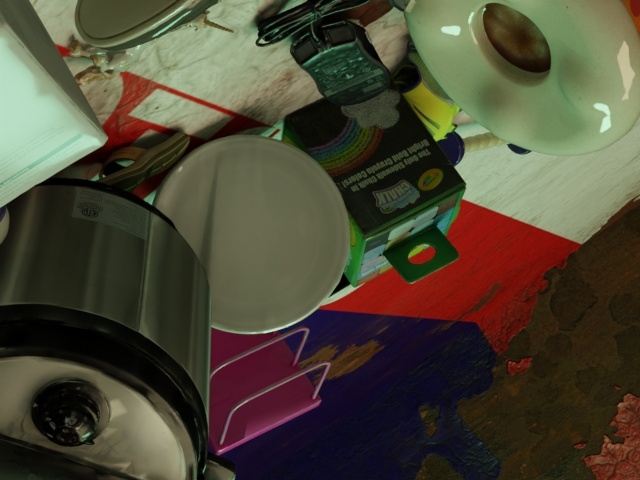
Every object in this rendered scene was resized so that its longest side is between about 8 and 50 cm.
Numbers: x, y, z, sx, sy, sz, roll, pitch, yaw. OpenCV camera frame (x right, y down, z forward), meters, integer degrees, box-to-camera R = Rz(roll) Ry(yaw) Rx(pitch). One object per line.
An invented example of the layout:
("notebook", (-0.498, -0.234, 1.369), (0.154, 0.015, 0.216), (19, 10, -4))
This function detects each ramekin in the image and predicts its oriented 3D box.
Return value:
("ramekin", (-0.101, -0.009, 1.621), (0.272, 0.273, 0.127), (-30, -176, -5))

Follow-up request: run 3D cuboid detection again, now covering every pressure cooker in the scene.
("pressure cooker", (-0.309, 0.170, 1.330), (0.369, 0.420, 0.376), (-15, 124, 5))

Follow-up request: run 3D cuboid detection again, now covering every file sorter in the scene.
("file sorter", (-0.141, 0.155, 1.916), (0.202, 0.291, 0.182), (-23, 156, -25))

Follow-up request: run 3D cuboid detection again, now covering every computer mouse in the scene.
("computer mouse", (0.044, -0.266, 1.484), (0.184, 0.060, 0.262), (-25, 155, 20))

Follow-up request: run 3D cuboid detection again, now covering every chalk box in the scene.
("chalk box", (0.088, -0.063, 1.719), (0.180, 0.289, 0.179), (-26, 161, -16))

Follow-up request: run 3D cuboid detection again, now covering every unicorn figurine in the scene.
("unicorn figurine", (-0.194, -0.221, 1.254), (0.162, 0.060, 0.111), (-24, 168, 31))

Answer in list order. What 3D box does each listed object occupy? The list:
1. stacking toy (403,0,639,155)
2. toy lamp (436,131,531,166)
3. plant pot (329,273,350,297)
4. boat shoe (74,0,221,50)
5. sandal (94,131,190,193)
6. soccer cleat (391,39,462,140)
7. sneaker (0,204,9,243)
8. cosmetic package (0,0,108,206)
("stacking toy", (0.365, -0.373, 1.501), (0.480, 0.350, 0.351), (-45, 167, -24))
("toy lamp", (0.314, -0.183, 2.115), (0.274, 0.080, 0.080), (-13, 153, -40))
("plant pot", (0.000, 0.000, 1.938), (0.188, 0.187, 0.167), (-30, 174, -5))
("boat shoe", (-0.090, -0.292, 1.140), (0.335, 0.112, 0.095), (-40, 156, 12))
("sandal", (-0.244, -0.097, 1.499), (0.180, 0.049, 0.072), (-38, 173, -34))
("soccer cleat", (0.159, -0.232, 1.768), (0.121, 0.093, 0.289), (1, 162, -3))
("sneaker", (-0.479, -0.068, 1.128), (0.322, 0.130, 0.236), (-11, 134, -3))
("cosmetic package", (-0.307, -0.169, 0.925), (0.138, 0.224, 0.225), (-32, 161, -2))
